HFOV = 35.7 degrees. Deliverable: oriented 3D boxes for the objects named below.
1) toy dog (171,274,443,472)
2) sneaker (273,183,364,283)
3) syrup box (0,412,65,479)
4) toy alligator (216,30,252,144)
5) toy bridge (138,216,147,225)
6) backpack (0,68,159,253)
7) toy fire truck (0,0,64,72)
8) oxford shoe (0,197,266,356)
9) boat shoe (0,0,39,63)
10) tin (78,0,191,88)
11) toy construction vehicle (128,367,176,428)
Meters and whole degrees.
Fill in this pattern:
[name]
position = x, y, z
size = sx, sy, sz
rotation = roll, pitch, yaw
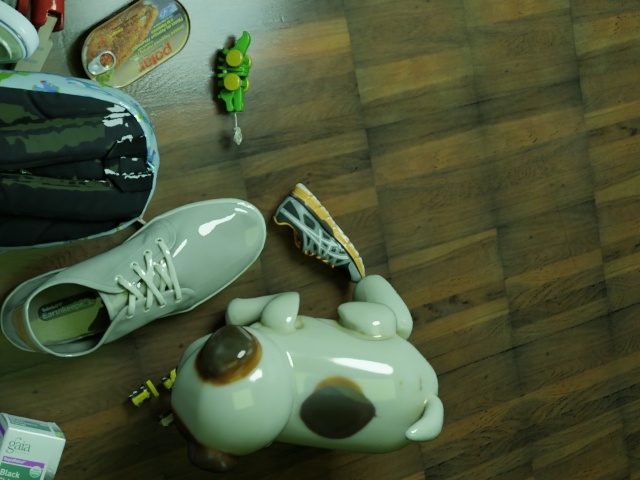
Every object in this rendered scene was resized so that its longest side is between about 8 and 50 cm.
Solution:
[toy dog]
position = -0.045, 0.246, 1.591
size = 0.408, 0.395, 0.284
rotation = 1, 119, -31
[sneaker]
position = 0.000, 0.000, 1.756
size = 0.083, 0.084, 0.215
rotation = -40, 109, -2
[syrup box]
position = -0.485, 0.399, 1.552
size = 0.093, 0.096, 0.236
rotation = 18, 89, -27
[toy alligator]
position = -0.151, -0.257, 1.663
size = 0.051, 0.056, 0.189
rotation = 8, 95, 16
[toy bridge]
position = -0.231, -0.007, 1.665
size = 0.188, 0.026, 0.063
rotation = 24, 88, -26
[backpack]
position = -0.413, -0.124, 1.445
size = 0.356, 0.273, 0.290
rotation = -1, 104, 1
[toy fire truck]
position = -0.470, -0.350, 1.456
size = 0.217, 0.158, 0.246
rotation = 1, 85, -26
[oxford shoe]
position = -0.282, 0.065, 1.576
size = 0.449, 0.130, 0.169
rotation = -23, 105, -17
[boat shoe]
position = -0.540, -0.288, 1.370
size = 0.302, 0.109, 0.094
rotation = 13, 54, 10
[tin]
position = -0.295, -0.317, 1.577
size = 0.190, 0.040, 0.106
rotation = -36, 117, -13
[toy construction vehicle]
position = -0.264, 0.267, 1.682
size = 0.098, 0.035, 0.086
rotation = -37, 99, -20
